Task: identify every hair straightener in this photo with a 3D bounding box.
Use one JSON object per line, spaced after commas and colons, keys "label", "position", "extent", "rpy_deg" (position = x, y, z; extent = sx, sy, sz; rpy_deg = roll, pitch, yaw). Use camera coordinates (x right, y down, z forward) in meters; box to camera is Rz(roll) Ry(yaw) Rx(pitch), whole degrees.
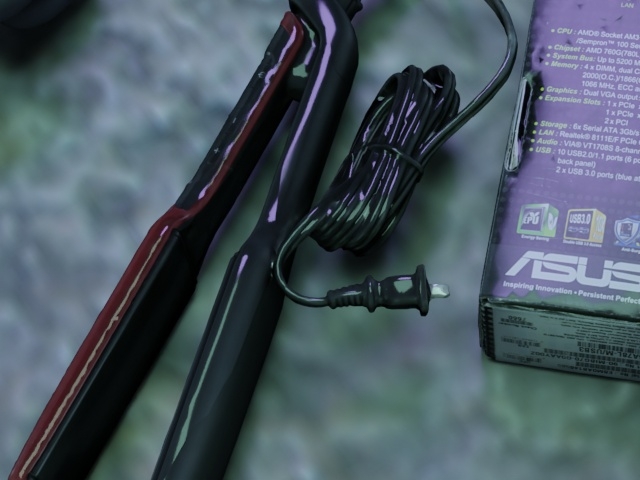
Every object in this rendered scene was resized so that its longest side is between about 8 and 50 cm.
{"label": "hair straightener", "position": [0.000, 0.000, 0.554], "extent": [0.089, 0.047, 0.230], "rpy_deg": [21, 63, 16]}

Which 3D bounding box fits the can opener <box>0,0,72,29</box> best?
{"label": "can opener", "position": [-0.203, -0.153, 0.601], "extent": [0.283, 0.076, 0.095], "rpy_deg": [42, 99, 4]}

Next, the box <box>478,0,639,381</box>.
{"label": "box", "position": [0.153, -0.042, 0.554], "extent": [0.190, 0.045, 0.184], "rpy_deg": [7, 62, 10]}
